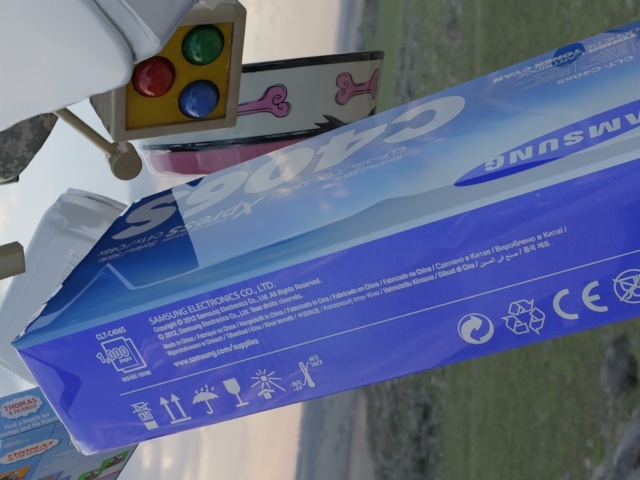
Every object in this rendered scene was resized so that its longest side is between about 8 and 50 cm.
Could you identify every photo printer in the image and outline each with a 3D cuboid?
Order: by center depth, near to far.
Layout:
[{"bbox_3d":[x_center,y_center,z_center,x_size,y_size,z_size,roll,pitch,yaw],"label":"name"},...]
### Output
[{"bbox_3d":[-0.316,0.090,1.435,0.307,0.256,0.107,-59,4,23],"label":"photo printer"}]

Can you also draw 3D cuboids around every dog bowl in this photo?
[{"bbox_3d":[-0.099,-0.191,1.510,0.408,0.408,0.150,-89,-7,-80],"label":"dog bowl"}]

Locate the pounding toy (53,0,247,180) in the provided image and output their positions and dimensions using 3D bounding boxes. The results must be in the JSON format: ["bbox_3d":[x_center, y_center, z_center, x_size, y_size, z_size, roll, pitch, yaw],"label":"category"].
[{"bbox_3d":[-0.175,-0.136,0.965,0.094,0.181,0.206,52,143,43],"label":"pounding toy"}]

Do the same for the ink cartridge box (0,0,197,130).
[{"bbox_3d":[-0.125,-0.252,0.558,0.286,0.166,0.394,-10,43,46],"label":"ink cartridge box"}]

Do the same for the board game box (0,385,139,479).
[{"bbox_3d":[-0.228,0.181,0.862,0.039,0.160,0.211,58,138,21],"label":"board game box"}]

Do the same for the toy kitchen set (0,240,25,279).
[{"bbox_3d":[-0.372,0.028,1.082,0.083,0.075,0.068,34,131,39],"label":"toy kitchen set"}]

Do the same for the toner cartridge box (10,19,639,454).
[{"bbox_3d":[0.035,-0.006,0.497,0.075,0.348,0.165,64,-158,-22],"label":"toner cartridge box"}]

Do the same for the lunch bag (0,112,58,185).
[{"bbox_3d":[-0.413,-0.231,1.086,0.305,0.213,0.255,52,-151,-51],"label":"lunch bag"}]

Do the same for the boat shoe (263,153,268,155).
[{"bbox_3d":[0.000,0.000,1.132,0.081,0.227,0.079,-45,15,5],"label":"boat shoe"}]
